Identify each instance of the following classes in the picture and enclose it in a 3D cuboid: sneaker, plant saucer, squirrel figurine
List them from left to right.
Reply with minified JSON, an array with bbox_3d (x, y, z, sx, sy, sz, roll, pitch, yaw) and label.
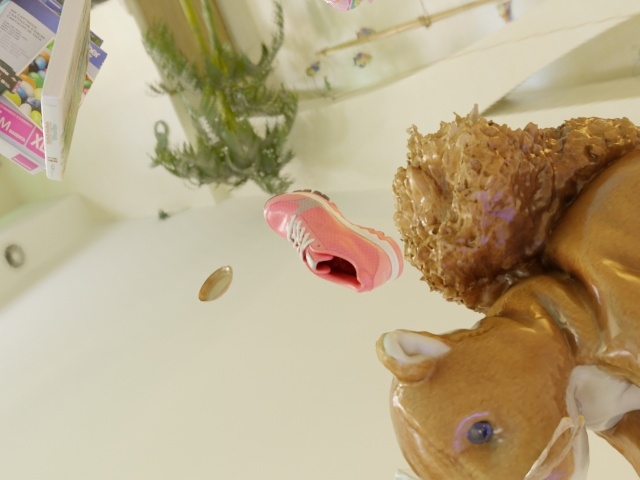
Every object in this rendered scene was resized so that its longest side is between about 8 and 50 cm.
[{"bbox_3d":[-0.187,0.082,1.226,0.083,0.015,0.083,-31,-149,21],"label":"plant saucer"},{"bbox_3d":[0.000,0.000,1.281,0.313,0.116,0.136,27,-144,25],"label":"sneaker"},{"bbox_3d":[0.212,0.058,0.620,0.370,0.281,0.397,-27,-128,-3],"label":"squirrel figurine"}]

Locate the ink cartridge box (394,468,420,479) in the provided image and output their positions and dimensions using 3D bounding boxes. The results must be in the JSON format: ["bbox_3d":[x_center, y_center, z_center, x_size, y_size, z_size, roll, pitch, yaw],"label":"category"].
[{"bbox_3d":[0.170,0.472,1.082,0.139,0.191,0.082,17,176,-39],"label":"ink cartridge box"}]

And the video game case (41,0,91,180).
[{"bbox_3d":[-0.347,-0.228,0.929,0.026,0.227,0.206,9,154,-16],"label":"video game case"}]

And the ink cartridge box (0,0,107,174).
[{"bbox_3d":[-0.493,-0.294,1.159,0.065,0.185,0.311,-10,-126,41],"label":"ink cartridge box"}]

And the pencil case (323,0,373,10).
[{"bbox_3d":[-0.002,-0.482,1.080,0.124,0.124,0.284,-12,161,24],"label":"pencil case"}]
